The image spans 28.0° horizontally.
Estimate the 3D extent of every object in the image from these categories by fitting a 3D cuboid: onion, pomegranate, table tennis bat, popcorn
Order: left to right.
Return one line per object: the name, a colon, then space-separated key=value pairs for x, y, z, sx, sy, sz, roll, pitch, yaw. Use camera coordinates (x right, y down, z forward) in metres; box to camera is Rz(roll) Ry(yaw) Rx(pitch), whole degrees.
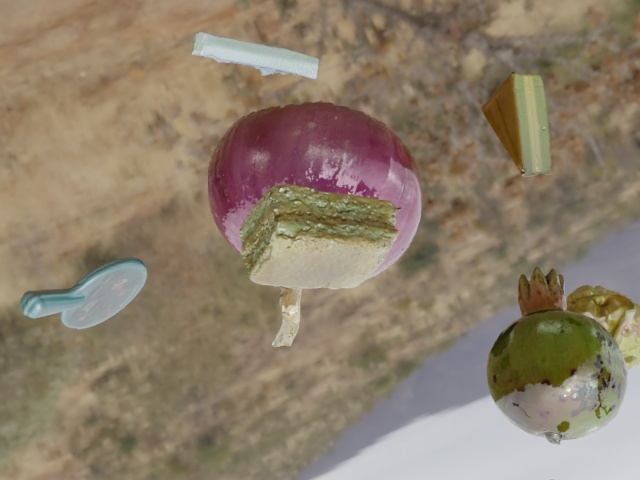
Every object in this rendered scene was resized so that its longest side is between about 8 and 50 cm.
table tennis bat: x=-0.294 y=0.069 z=1.594 sx=0.124 sy=0.033 sz=0.201 roll=-51 pitch=159 yaw=24
onion: x=-0.006 y=-0.058 z=2.077 sx=0.358 sy=0.345 sz=0.358 roll=-5 pitch=134 yaw=-6
pomegranate: x=0.264 y=0.131 z=1.455 sx=0.159 sy=0.205 sz=0.159 roll=-4 pitch=154 yaw=-2
popcorn: x=0.426 y=0.134 z=1.931 sx=0.126 sy=0.145 sz=0.126 roll=-47 pitch=178 yaw=1

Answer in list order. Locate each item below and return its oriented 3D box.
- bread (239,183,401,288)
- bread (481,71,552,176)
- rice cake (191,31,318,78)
bread: x=0.000 y=0.000 z=1.722 sx=0.196 sy=0.102 sz=0.138 roll=8 pitch=148 yaw=-26
bread: x=0.318 y=-0.174 z=1.941 sx=0.074 sy=0.139 sz=0.084 roll=-2 pitch=145 yaw=-40
rice cake: x=-0.088 y=-0.244 z=1.725 sx=0.180 sy=0.042 sz=0.030 roll=8 pitch=-173 yaw=-26
